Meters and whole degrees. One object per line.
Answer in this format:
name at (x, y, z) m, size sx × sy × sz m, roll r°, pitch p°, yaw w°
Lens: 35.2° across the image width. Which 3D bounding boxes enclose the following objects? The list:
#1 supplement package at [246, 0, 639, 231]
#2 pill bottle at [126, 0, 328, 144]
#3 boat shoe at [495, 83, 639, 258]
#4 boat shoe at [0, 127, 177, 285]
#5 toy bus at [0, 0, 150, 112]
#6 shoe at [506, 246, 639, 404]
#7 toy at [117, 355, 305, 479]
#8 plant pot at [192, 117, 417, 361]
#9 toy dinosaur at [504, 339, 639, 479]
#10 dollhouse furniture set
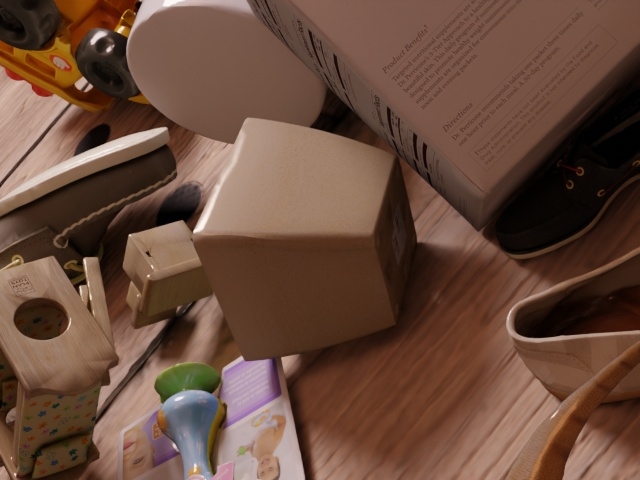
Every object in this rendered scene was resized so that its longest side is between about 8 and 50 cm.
supplement package at (0.082, -0.149, 0.548) m, size 0.194 × 0.149 × 0.203 m, roll -44°, pitch 80°, yaw 1°
pill bottle at (-0.032, -0.245, 0.782) m, size 0.187 × 0.188 × 0.334 m, roll -13°, pitch 50°, yaw 35°
boat shoe at (0.148, -0.041, 0.553) m, size 0.133 × 0.042 × 0.049 m, roll -37°, pitch 42°, yaw 14°
boat shoe at (-0.232, 0.000, 0.827) m, size 0.305 × 0.091 × 0.109 m, roll -24°, pitch 7°, yaw 23°
toy bus at (-0.222, -0.192, 0.942) m, size 0.149 × 0.220 × 0.211 m, roll -64°, pitch 8°, yaw -31°
shoe at (0.185, 0.026, 0.442) m, size 0.219 × 0.058 × 0.077 m, roll -19°, pitch 46°, yaw 30°
toy at (-0.073, 0.166, 0.560) m, size 0.136 × 0.056 × 0.237 m, roll -33°, pitch 40°, yaw 19°
plant pot at (0.000, 0.000, 0.596) m, size 0.096 × 0.109 × 0.109 m, roll 1°, pitch 45°, yaw 20°
toy dinosaur at (0.084, 0.137, 0.451) m, size 0.112 × 0.064 × 0.212 m, roll 6°, pitch 71°, yaw 32°
dollhouse furniture set at (-0.147, 0.100, 0.691) m, size 0.160 × 0.182 × 0.101 m, roll -18°, pitch 55°, yaw -34°
